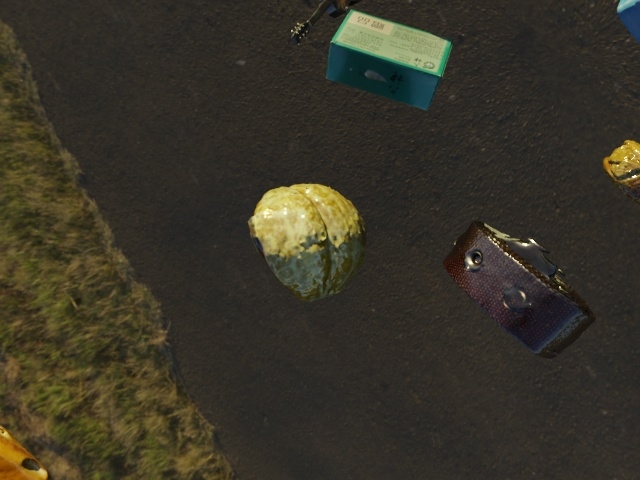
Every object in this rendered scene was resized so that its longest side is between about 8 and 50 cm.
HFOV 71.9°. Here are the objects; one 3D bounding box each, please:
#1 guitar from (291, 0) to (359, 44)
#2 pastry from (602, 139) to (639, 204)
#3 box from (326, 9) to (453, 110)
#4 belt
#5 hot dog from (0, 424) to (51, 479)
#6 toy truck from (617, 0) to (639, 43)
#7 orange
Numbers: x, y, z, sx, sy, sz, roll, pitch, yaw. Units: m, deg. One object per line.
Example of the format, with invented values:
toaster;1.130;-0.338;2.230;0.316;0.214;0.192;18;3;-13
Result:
guitar;0.009;-0.401;0.744;0.025;0.234;0.088;-1;139;45
pastry;0.451;-0.093;0.621;0.057;0.109;0.097;-51;47;33
box;0.151;-0.400;0.974;0.244;0.153;0.092;21;146;6
belt;0.390;0.079;0.872;0.289;0.184;0.164;50;117;35
hot dog;-0.358;0.175;0.370;0.269;0.115;0.072;44;127;-16
toy truck;0.538;-0.399;0.574;0.161;0.385;0.162;36;159;-9
orange;0.000;0.000;1.027;0.210;0.368;0.271;-12;85;12
